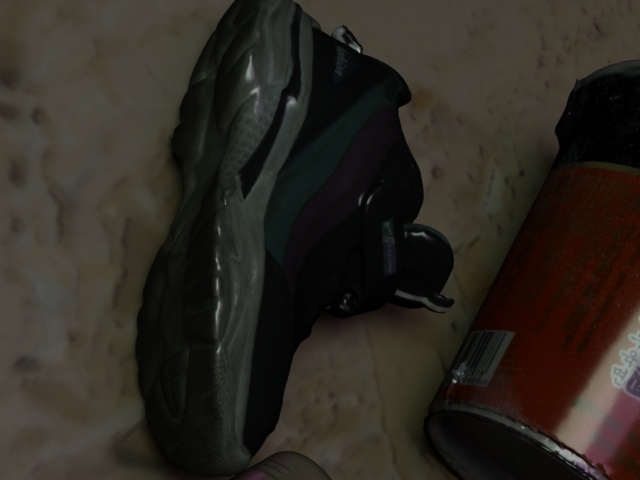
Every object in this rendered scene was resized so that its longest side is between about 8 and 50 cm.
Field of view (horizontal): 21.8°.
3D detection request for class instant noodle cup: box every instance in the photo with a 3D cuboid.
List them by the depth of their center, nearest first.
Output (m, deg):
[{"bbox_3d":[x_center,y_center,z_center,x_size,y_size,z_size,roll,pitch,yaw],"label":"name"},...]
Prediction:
[{"bbox_3d":[0.106,0.029,0.553,0.127,0.127,0.135,40,69,-8],"label":"instant noodle cup"}]

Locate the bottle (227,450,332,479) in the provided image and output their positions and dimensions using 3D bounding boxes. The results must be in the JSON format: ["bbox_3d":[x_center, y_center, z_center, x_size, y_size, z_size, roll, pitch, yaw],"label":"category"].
[{"bbox_3d":[-0.036,0.101,0.498,0.096,0.045,0.045,-29,87,-30],"label":"bottle"}]

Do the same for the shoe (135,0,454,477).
[{"bbox_3d":[0.000,0.000,0.538,0.099,0.071,0.169,18,63,-22],"label":"shoe"}]
